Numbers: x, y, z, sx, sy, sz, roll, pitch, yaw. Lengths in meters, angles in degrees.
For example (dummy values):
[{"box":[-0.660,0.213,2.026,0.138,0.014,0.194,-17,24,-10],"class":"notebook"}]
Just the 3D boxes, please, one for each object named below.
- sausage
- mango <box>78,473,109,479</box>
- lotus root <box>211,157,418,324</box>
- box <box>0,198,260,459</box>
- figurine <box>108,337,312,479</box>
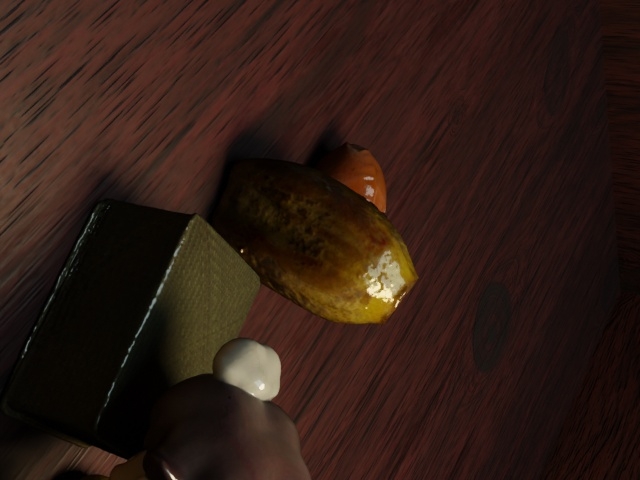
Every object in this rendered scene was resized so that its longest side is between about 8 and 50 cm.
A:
[{"box":[0.029,-0.020,1.440,0.133,0.133,0.258,29,75,-58],"class":"sausage"},{"box":[-0.218,0.460,1.148,0.221,0.199,0.384,-31,113,-44],"class":"mango"},{"box":[0.001,0.005,1.269,0.193,0.291,0.193,-46,153,-31],"class":"lotus root"},{"box":[-0.210,0.112,1.084,0.184,0.143,0.273,49,58,-53],"class":"box"},{"box":[-0.176,0.278,0.962,0.206,0.365,0.218,-97,161,-59],"class":"figurine"}]
